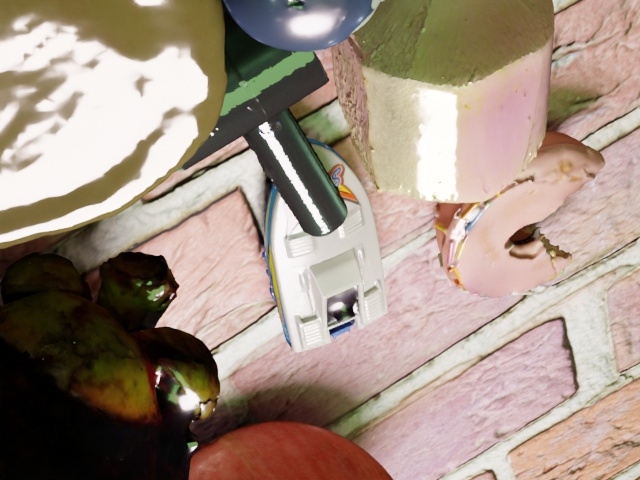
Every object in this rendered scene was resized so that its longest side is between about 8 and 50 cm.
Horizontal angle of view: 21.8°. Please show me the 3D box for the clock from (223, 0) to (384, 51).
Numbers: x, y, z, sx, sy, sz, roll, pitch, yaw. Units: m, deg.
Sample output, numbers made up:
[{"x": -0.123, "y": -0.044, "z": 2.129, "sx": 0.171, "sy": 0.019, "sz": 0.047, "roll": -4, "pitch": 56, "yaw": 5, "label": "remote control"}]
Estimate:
[{"x": -0.035, "y": -0.265, "z": 1.418, "sx": 0.147, "sy": 0.243, "sz": 0.199, "roll": -6, "pitch": 135, "yaw": -30, "label": "clock"}]

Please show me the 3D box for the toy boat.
[{"x": 0.000, "y": 0.000, "z": 1.834, "sx": 0.129, "sy": 0.088, "sz": 0.295, "roll": -23, "pitch": 136, "yaw": -13, "label": "toy boat"}]

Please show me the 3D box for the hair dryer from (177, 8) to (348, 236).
[{"x": -0.085, "y": -0.077, "z": 1.656, "sx": 0.244, "sy": 0.116, "sz": 0.302, "roll": -32, "pitch": 132, "yaw": 1, "label": "hair dryer"}]

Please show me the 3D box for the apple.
[{"x": -0.049, "y": 0.412, "z": 2.034, "sx": 0.364, "sy": 0.364, "sz": 0.364, "roll": -19, "pitch": 139, "yaw": -18, "label": "apple"}]

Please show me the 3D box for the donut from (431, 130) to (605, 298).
[{"x": 0.220, "y": -0.030, "z": 1.957, "sx": 0.199, "sy": 0.085, "sz": 0.232, "roll": -11, "pitch": 136, "yaw": -27, "label": "donut"}]

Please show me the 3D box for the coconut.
[{"x": 0.115, "y": -0.184, "z": 1.630, "sx": 0.233, "sy": 0.233, "sz": 0.245, "roll": -18, "pitch": 132, "yaw": -19, "label": "coconut"}]

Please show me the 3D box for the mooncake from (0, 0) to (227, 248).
[{"x": -0.274, "y": -0.179, "z": 1.388, "sx": 0.379, "sy": 0.200, "sz": 0.378, "roll": -15, "pitch": 137, "yaw": -15, "label": "mooncake"}]

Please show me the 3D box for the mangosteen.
[{"x": -0.295, "y": 0.214, "z": 1.665, "sx": 0.381, "sy": 0.421, "sz": 0.381, "roll": 11, "pitch": 150, "yaw": 6, "label": "mangosteen"}]
